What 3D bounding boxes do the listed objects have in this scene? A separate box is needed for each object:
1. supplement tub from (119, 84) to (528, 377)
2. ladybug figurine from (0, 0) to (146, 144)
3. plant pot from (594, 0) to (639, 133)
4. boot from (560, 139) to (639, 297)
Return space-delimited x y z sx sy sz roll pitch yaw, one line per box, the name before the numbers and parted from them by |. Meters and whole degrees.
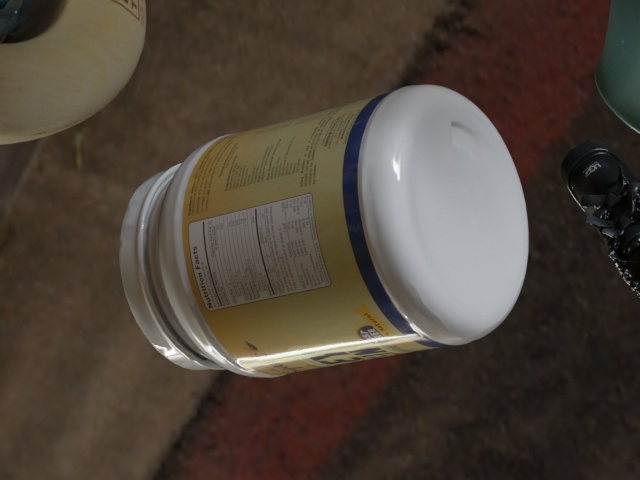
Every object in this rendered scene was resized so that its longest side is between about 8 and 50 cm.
supplement tub | 0.000 0.000 1.753 0.316 0.228 0.228 -13 139 36
ladybug figurine | -0.314 -0.200 1.393 0.162 0.305 0.449 -24 154 37
plant pot | 0.432 -0.240 2.127 0.272 0.271 0.255 10 130 -19
boot | 0.175 0.007 1.019 0.045 0.099 0.121 -41 123 10
